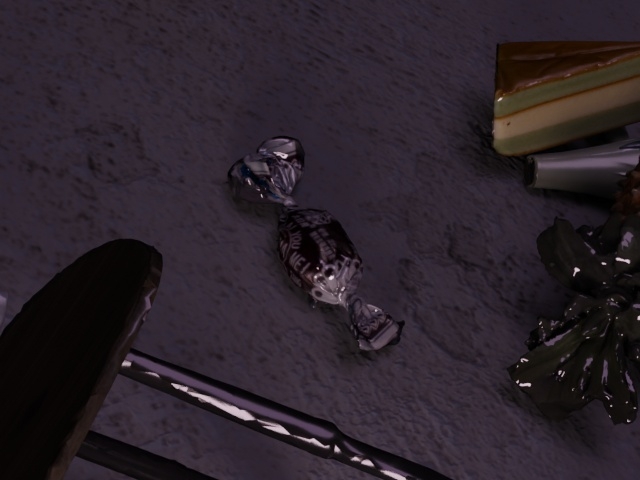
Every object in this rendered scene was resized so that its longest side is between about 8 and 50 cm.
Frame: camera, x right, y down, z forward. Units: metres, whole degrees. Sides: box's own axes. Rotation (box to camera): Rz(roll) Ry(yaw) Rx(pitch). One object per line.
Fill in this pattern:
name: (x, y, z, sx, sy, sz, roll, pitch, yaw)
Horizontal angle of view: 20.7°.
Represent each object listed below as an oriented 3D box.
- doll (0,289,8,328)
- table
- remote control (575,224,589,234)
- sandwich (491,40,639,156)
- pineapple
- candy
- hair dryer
doll: (-0.295, 0.064, 1.167, 0.180, 0.094, 0.079, -15, 93, -25)
table: (-0.092, 0.172, 1.086, 0.249, 0.317, 0.317, 30, 39, -18)
remote control: (0.307, 0.078, 1.534, 0.245, 0.025, 0.063, 42, 39, 15)
sandwich: (0.239, -0.127, 1.607, 0.163, 0.079, 0.113, 2, 31, 7)
pineapple: (0.269, 0.025, 1.461, 0.170, 0.141, 0.310, 39, 58, 6)
candy: (0.000, 0.000, 1.423, 0.094, 0.051, 0.226, -3, 50, -35)
hair dryer: (0.246, -0.101, 1.669, 0.167, 0.067, 0.199, -8, 42, -28)
